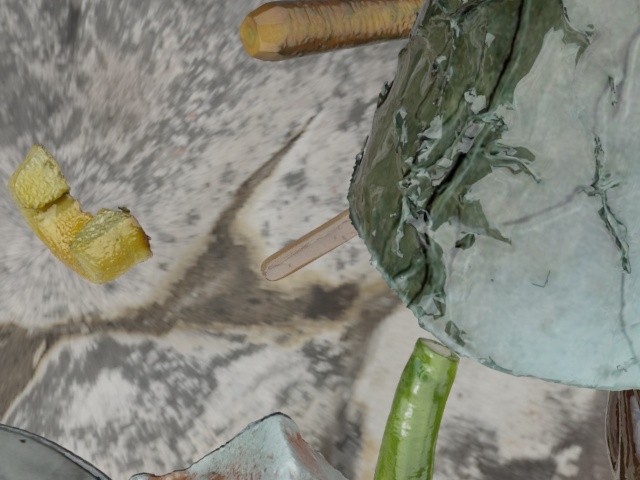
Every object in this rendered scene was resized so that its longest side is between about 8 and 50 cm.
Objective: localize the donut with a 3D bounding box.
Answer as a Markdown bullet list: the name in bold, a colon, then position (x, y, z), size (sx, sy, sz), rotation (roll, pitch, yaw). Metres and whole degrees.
- **donut**: position (-0.266, -0.018, 1.586), size (0.181, 0.146, 0.078), rotation (36, 70, 13)

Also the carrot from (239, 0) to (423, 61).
- **carrot**: position (0.056, -0.246, 1.609), size (0.314, 0.066, 0.066), rotation (-13, 92, -29)

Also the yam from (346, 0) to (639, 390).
- **yam**: position (0.160, -0.130, 0.672), size (0.241, 0.241, 0.348), rotation (15, 114, -10)

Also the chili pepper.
- **chili pepper**: position (0.072, 0.173, 1.185), size (0.052, 0.050, 0.201), rotation (4, 115, -13)

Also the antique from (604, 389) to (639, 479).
- **antique**: position (0.273, 0.101, 1.158), size (0.121, 0.143, 0.257), rotation (-3, 56, -11)

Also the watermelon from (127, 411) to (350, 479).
- **watermelon**: position (-0.079, 0.302, 1.613), size (0.320, 0.289, 0.213), rotation (9, 103, -1)

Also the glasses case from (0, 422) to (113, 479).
- **glasses case**: position (-0.129, 0.223, 0.621), size (0.060, 0.114, 0.299), rotation (-26, 135, -46)

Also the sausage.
- **sausage**: position (0.000, 0.000, 1.249), size (0.116, 0.026, 0.026), rotation (-31, 95, -3)
